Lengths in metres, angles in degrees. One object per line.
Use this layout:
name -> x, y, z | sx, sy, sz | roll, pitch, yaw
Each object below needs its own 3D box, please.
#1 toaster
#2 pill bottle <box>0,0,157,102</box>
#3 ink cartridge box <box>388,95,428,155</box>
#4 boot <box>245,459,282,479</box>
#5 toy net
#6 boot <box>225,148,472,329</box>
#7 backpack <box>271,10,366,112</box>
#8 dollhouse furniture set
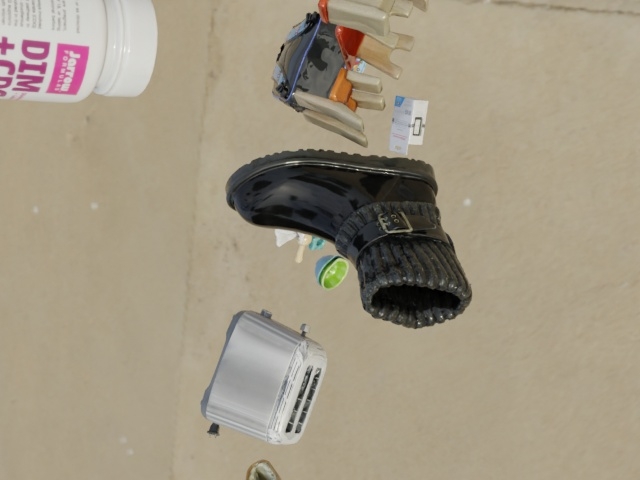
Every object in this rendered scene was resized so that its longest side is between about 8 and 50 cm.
toaster -> -0.089, 0.230, 1.455 | 0.146, 0.129, 0.227 | 18, 83, 24
pill bottle -> -0.346, -0.243, 1.057 | 0.160, 0.283, 0.160 | 4, 95, 56
ink cartridge box -> 0.131, -0.172, 1.363 | 0.048, 0.028, 0.083 | 28, 114, 54
boot -> -0.050, 0.587, 1.768 | 0.236, 0.089, 0.269 | 52, 169, 46
toy net -> 0.000, 0.000, 1.620 | 0.122, 0.232, 0.045 | -49, 56, -2
boot -> 0.038, -0.001, 1.340 | 0.131, 0.348, 0.260 | 97, 169, -53
backpack -> -0.011, -0.280, 1.470 | 0.158, 0.117, 0.173 | -68, 17, 5
dollhouse furniture set -> 0.039, -0.279, 1.102 | 0.135, 0.259, 0.262 | 23, 85, 9
